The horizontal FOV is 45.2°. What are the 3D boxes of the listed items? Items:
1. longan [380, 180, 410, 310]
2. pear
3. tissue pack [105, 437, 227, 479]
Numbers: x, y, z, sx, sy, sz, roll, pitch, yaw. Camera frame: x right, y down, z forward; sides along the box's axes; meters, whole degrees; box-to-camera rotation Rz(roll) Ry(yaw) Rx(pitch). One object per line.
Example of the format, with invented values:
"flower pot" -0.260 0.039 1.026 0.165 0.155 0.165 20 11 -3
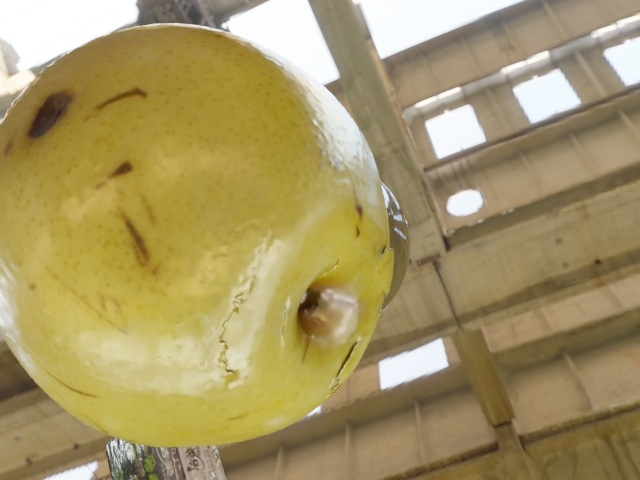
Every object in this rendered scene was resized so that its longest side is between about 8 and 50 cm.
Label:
"longan" 0.000 0.000 1.045 0.258 0.258 0.258 -19 -148 13
"pear" -0.107 -0.003 0.642 0.348 0.348 0.348 -19 -148 13
"tissue pack" -0.230 0.348 1.136 0.073 0.173 0.235 -5 158 -42
